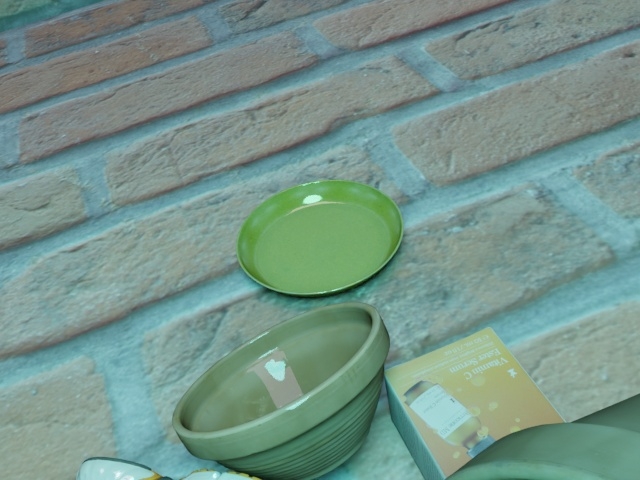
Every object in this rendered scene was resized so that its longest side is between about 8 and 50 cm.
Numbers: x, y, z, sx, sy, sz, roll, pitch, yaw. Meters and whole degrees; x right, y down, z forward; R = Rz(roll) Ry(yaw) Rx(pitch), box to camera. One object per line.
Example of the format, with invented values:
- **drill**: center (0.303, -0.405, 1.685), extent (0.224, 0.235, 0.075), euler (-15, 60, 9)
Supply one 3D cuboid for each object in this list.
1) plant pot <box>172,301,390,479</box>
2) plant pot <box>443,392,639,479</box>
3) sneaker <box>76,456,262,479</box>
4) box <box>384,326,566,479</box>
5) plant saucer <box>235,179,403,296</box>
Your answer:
- **plant pot**: center (-0.024, 0.170, 0.708), extent (0.238, 0.109, 0.237), euler (-26, 13, 6)
- **plant pot**: center (0.273, 0.231, 0.481), extent (0.280, 0.323, 0.323), euler (-25, 40, -37)
- **sneaker**: center (-0.136, 0.291, 0.657), extent (0.263, 0.099, 0.121), euler (-3, 49, 22)
- **box**: center (0.159, 0.193, 0.682), extent (0.130, 0.091, 0.170), euler (-21, 42, -10)
- **plant saucer**: center (0.000, 0.000, 0.977), extent (0.241, 0.037, 0.240), euler (-6, 41, 6)
